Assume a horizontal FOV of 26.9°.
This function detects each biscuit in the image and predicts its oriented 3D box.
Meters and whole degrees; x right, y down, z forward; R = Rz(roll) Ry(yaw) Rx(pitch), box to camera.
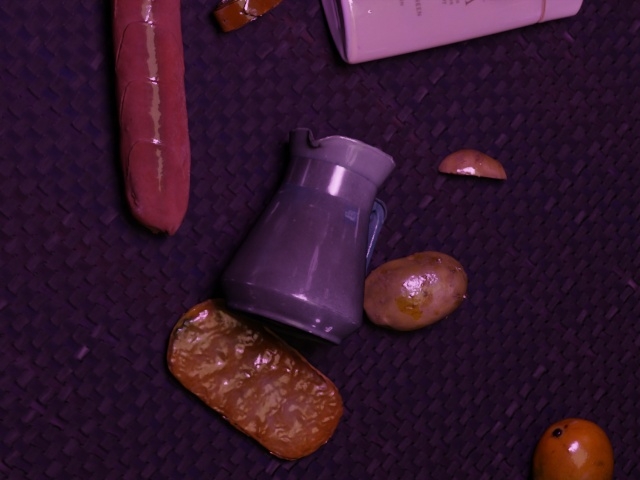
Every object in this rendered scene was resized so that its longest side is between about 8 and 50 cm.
[{"bbox_3d":[-0.078,0.168,1.607,0.247,0.029,0.118,41,85,-20],"label":"biscuit"}]

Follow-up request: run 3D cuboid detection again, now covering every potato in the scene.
[{"bbox_3d":[0.196,-0.096,1.668,0.093,0.037,0.036,5,91,-20],"label":"potato"},{"bbox_3d":[0.118,0.062,1.642,0.138,0.070,0.091,-18,103,-17],"label":"potato"}]

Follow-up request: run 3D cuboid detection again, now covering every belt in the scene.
[{"bbox_3d":[-0.082,-0.270,1.525,0.083,0.059,0.036,-34,108,-12],"label":"belt"}]

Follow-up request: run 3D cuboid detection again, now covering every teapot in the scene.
[{"bbox_3d":[0.000,0.000,1.550,0.203,0.171,0.225,31,76,-54],"label":"teapot"}]

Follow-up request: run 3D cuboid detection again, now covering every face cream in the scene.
[{"bbox_3d":[0.169,-0.326,1.598,0.348,0.081,0.173,-14,94,-18],"label":"face cream"}]

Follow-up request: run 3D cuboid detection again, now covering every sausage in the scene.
[{"bbox_3d":[-0.190,-0.216,1.479,0.088,0.088,0.433,-6,100,-20],"label":"sausage"}]

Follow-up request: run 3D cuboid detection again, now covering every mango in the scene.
[{"bbox_3d":[0.329,0.310,1.748,0.111,0.089,0.163,2,105,-22],"label":"mango"}]
